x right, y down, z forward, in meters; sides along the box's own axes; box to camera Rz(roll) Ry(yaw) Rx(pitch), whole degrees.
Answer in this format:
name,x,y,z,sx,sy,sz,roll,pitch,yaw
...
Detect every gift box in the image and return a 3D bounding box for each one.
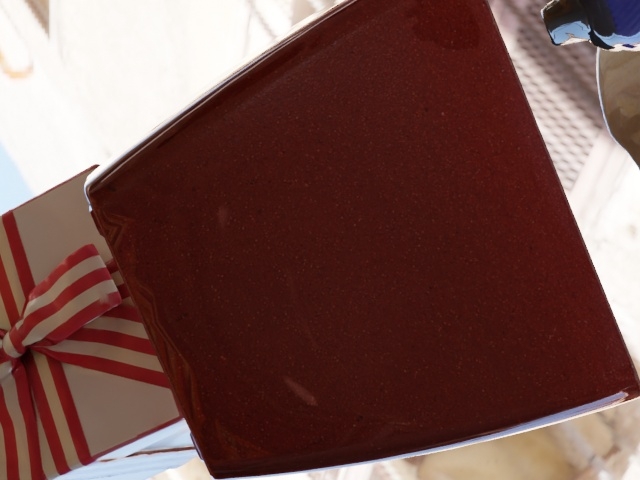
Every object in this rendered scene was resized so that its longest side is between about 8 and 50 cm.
name,x,y,z,sx,sy,sz,roll,pitch,yaw
gift box,-0.182,0.102,1.350,0.255,0.258,0.276,-31,-107,19

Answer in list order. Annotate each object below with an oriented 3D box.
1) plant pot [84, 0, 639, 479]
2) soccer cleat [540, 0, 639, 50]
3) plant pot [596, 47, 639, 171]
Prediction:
name,x,y,z,sx,sy,sz,roll,pitch,yaw
plant pot,0.000,0.000,0.948,0.236,0.267,0.267,-23,-83,-6
soccer cleat,0.098,-0.175,0.460,0.121,0.289,0.093,-15,-131,8
plant pot,0.370,-0.146,1.094,0.334,0.305,0.333,12,-113,-30
